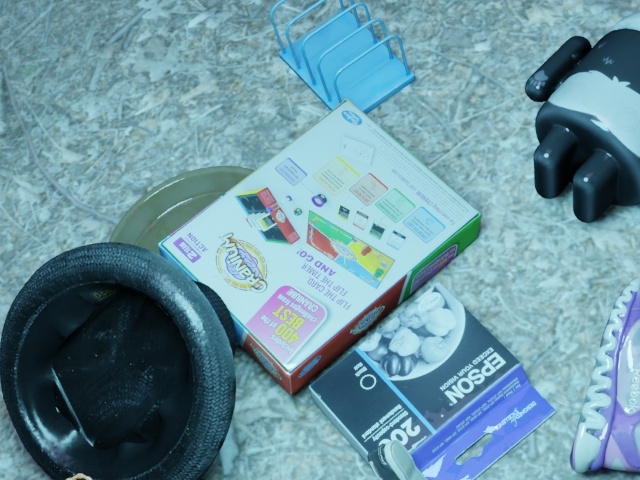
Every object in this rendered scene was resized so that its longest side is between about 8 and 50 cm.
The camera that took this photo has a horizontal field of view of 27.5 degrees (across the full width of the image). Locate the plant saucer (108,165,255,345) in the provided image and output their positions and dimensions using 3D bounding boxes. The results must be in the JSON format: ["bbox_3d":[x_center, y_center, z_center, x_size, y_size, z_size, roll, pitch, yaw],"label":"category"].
[{"bbox_3d":[-0.144,0.027,1.678,0.278,0.041,0.278,-7,58,11],"label":"plant saucer"}]

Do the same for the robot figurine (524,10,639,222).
[{"bbox_3d":[0.373,-0.153,1.584,0.209,0.173,0.278,46,74,-12],"label":"robot figurine"}]

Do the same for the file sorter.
[{"bbox_3d":[0.025,-0.265,1.780,0.118,0.104,0.170,-35,57,-8],"label":"file sorter"}]

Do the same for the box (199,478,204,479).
[{"bbox_3d":[-0.207,0.341,1.503,0.162,0.029,0.116,-9,57,7],"label":"box"}]

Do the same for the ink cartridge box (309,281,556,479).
[{"bbox_3d":[0.127,0.182,1.509,0.206,0.045,0.208,-38,59,-10],"label":"ink cartridge box"}]

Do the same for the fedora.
[{"bbox_3d":[-0.208,0.145,1.515,0.334,0.152,0.334,7,105,28],"label":"fedora"}]

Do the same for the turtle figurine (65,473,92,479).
[{"bbox_3d":[-0.237,0.399,1.423,0.217,0.087,0.269,30,105,16],"label":"turtle figurine"}]

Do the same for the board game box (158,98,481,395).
[{"bbox_3d":[0.000,0.000,1.600,0.316,0.064,0.242,-38,66,-19],"label":"board game box"}]

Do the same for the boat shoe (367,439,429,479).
[{"bbox_3d":[0.096,0.276,1.433,0.038,0.125,0.046,-26,15,33],"label":"boat shoe"}]

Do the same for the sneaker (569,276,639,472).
[{"bbox_3d":[0.351,0.156,1.446,0.104,0.095,0.236,14,68,14],"label":"sneaker"}]
